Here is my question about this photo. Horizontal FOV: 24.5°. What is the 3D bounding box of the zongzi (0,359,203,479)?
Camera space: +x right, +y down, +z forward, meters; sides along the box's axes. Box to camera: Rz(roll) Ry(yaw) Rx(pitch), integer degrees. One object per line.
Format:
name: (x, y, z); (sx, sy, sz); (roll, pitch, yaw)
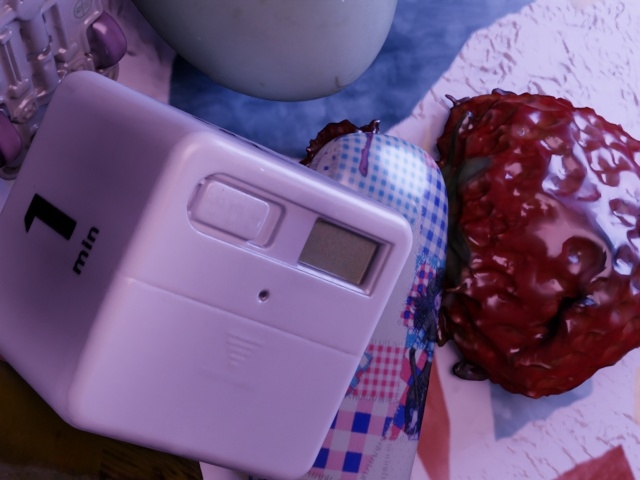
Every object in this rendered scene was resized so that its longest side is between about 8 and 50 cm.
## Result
zongzi: (-0.245, 0.225, 0.959); (0.274, 0.145, 0.300); (26, 87, -22)

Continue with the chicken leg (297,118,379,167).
chicken leg: (-0.004, -0.005, 1.140); (0.089, 0.048, 0.219); (34, 68, -12)

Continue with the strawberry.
strawberry: (0.217, 0.009, 1.179); (0.280, 0.150, 0.253); (25, 71, -15)

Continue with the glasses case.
glasses case: (0.022, 0.083, 1.090); (0.125, 0.076, 0.327); (10, 88, -38)

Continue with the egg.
egg: (-0.056, -0.232, 1.079); (0.203, 0.203, 0.282); (-31, 95, -25)

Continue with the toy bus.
toy bus: (-0.228, -0.155, 0.999); (0.142, 0.202, 0.142); (31, 63, 20)

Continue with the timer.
timer: (-0.090, 0.021, 0.968); (0.192, 0.195, 0.194); (22, 93, -36)
